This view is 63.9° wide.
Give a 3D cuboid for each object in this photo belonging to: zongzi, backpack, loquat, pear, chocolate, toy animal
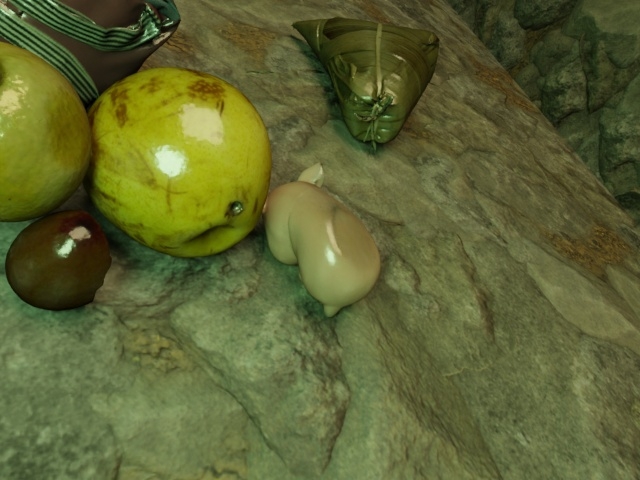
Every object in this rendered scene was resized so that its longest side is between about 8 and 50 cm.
[{"bbox_3d":[0.041,-0.437,1.405,0.468,0.218,0.499,16,47,17],"label":"zongzi"},{"bbox_3d":[-0.408,-0.344,0.770,0.317,0.283,0.197,23,26,-56],"label":"backpack"},{"bbox_3d":[-0.373,-0.124,0.599,0.213,0.213,0.213,20,40,-18],"label":"loquat"},{"bbox_3d":[-0.205,-0.113,0.756,0.281,0.280,0.280,20,40,-18],"label":"pear"},{"bbox_3d":[-0.316,0.018,0.639,0.124,0.133,0.127,32,35,3],"label":"chocolate"},{"bbox_3d":[-0.006,-0.001,0.868,0.167,0.154,0.250,-23,62,-38],"label":"toy animal"}]
